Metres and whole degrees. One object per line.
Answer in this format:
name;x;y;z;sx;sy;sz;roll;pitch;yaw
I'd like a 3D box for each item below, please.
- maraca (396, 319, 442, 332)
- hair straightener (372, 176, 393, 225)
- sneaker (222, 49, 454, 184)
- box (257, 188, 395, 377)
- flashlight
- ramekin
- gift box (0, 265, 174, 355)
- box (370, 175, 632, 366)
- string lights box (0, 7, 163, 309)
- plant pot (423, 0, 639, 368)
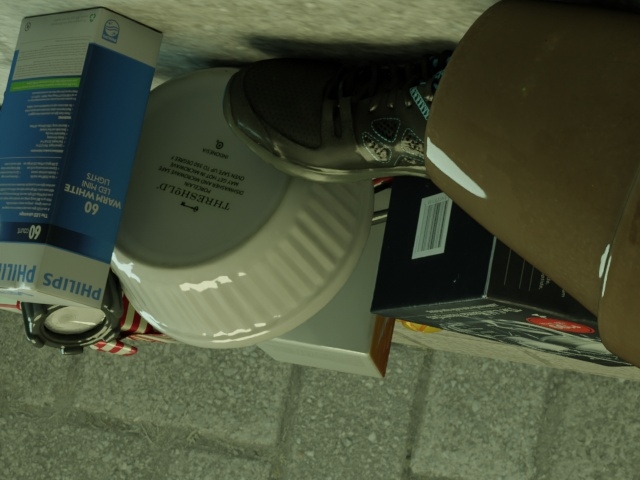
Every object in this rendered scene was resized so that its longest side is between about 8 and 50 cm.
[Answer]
maraca;0.144;0.085;2.566;0.186;0.099;0.127;35;175;33
hair straightener;0.000;0.000;1.890;0.230;0.089;0.047;-21;170;16
sneaker;0.079;-0.116;1.352;0.341;0.125;0.139;12;144;13
box;0.015;0.054;2.101;0.168;0.215;0.345;10;172;7
flashlight;-0.270;-0.032;1.631;0.103;0.304;0.103;17;133;-35
ramekin;-0.094;-0.043;1.501;0.273;0.273;0.127;7;158;25
gift box;-0.272;0.033;2.203;0.276;0.258;0.255;17;170;-30
box;0.263;0.019;1.673;0.313;0.179;0.343;12;172;-15
string lights box;-0.238;-0.074;1.441;0.077;0.259;0.133;19;169;-42
plant pot;0.202;-0.062;1.105;0.229;0.263;0.263;26;178;23
